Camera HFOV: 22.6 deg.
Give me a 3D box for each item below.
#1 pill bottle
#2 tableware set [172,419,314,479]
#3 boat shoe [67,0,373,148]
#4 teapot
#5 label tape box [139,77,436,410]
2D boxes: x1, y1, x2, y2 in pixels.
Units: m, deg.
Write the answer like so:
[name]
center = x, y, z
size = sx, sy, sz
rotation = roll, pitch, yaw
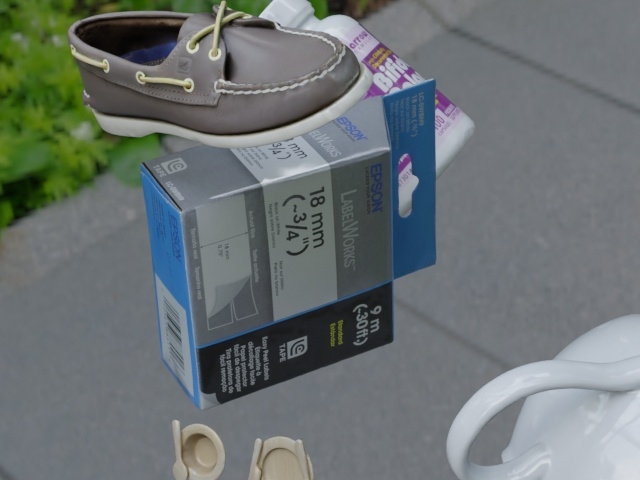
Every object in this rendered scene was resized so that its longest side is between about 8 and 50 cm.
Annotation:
[pill bottle]
center = 0.035, -0.180, 2.043
size = 0.301, 0.169, 0.169
rotation = 40, 48, -1
[tableware set]
center = -0.074, 0.236, 1.422
size = 0.169, 0.141, 0.020
rotation = 5, 8, 32
[boat shoe]
center = -0.098, -0.152, 1.384
size = 0.324, 0.096, 0.116
rotation = 6, 43, 44
[teapot]
center = 0.211, 0.186, 1.130
size = 0.187, 0.256, 0.252
rotation = -31, -3, 5
[label tape box]
center = 0.000, 0.000, 1.605
size = 0.334, 0.240, 0.106
rotation = -18, 37, -22
